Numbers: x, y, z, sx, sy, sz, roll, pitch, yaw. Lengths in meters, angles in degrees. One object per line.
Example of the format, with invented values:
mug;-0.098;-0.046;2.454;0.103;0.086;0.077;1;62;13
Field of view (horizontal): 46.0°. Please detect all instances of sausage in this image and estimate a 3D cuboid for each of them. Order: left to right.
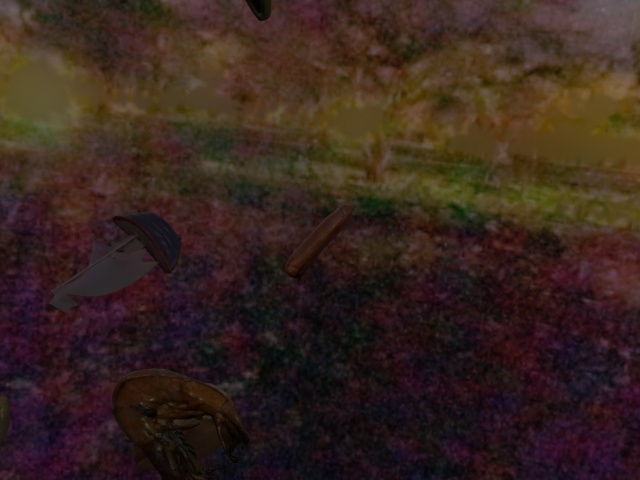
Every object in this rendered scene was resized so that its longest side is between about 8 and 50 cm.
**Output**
sausage;-0.001;-0.001;1.393;0.040;0.177;0.047;36;-11;25

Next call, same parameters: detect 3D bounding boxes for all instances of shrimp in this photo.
shrimp;-0.191;0.303;1.154;0.178;0.289;0.075;-27;11;18

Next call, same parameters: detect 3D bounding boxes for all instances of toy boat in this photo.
toy boat;-0.438;0.051;1.678;0.219;0.072;0.318;16;48;15

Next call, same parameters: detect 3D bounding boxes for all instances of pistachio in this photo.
pistachio;-0.248;0.334;1.345;0.215;0.144;0.144;-31;7;7

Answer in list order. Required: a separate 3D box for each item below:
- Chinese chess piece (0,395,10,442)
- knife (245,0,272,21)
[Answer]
Chinese chess piece;-0.708;0.326;1.393;0.250;0.101;0.250;7;-12;2
knife;-0.047;-0.169;0.331;0.030;0.014;0.207;-18;-28;-2
